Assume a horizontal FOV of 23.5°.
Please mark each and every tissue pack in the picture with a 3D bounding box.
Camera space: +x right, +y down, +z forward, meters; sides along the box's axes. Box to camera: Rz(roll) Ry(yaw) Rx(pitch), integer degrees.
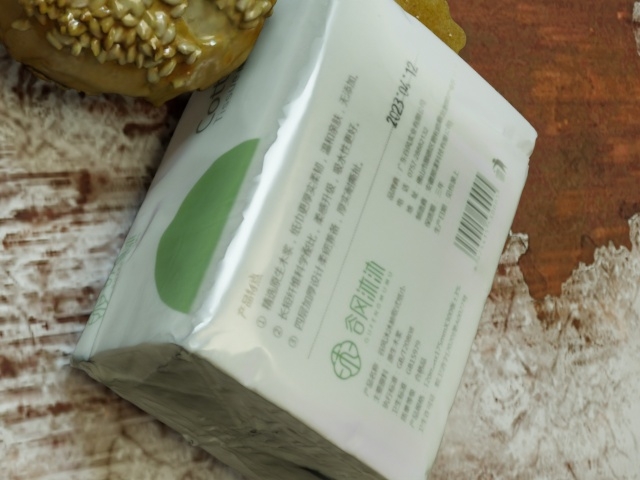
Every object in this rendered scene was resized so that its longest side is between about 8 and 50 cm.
[{"bbox_3d":[-0.001,0.001,1.222,0.266,0.194,0.356,37,61,-29],"label":"tissue pack"}]

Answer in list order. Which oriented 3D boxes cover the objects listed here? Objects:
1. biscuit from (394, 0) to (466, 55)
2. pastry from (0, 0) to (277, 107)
[{"bbox_3d":[0.062,-0.149,1.443,0.166,0.036,0.226,34,61,-28],"label":"biscuit"},{"bbox_3d":[-0.140,-0.260,1.130,0.255,0.162,0.311,-12,79,-21],"label":"pastry"}]
